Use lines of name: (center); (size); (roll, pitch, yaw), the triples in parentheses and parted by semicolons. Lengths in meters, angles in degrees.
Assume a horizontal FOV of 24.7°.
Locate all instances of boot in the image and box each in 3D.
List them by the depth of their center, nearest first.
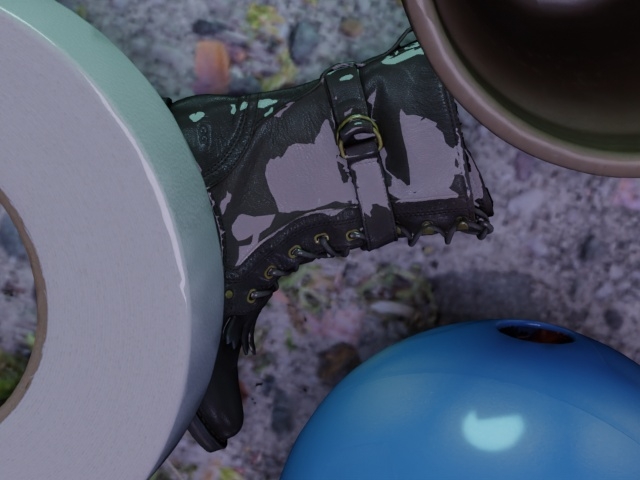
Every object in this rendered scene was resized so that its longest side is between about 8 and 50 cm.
boot: (0.000, 0.000, 0.949); (0.229, 0.091, 0.262); (-8, 100, 0)

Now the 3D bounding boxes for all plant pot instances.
plant pot: (0.163, -0.181, 0.847); (0.263, 0.229, 0.263); (-1, 101, -3)

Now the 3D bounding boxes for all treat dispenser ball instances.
treat dispenser ball: (0.110, 0.192, 0.895); (0.288, 0.288, 0.288); (-1, 102, -3)

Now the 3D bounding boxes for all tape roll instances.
tape roll: (-0.251, 0.025, 0.900); (0.392, 0.072, 0.391); (4, 106, 13)
